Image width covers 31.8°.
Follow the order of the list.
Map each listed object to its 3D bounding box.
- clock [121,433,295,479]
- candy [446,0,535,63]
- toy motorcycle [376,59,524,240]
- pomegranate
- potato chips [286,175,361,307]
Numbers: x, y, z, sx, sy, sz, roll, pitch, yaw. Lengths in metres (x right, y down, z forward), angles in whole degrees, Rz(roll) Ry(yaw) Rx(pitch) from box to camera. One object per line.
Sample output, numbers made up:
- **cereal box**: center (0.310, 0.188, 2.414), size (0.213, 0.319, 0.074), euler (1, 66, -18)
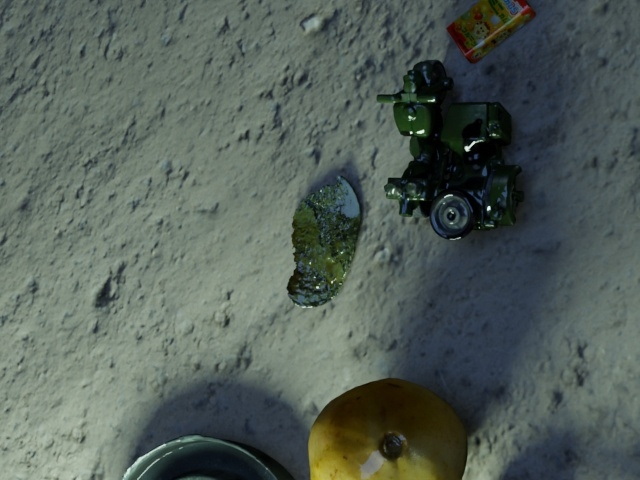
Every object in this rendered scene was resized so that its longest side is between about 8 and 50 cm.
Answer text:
- **clock**: center (-0.175, 0.497, 1.747), size (0.386, 0.076, 0.386), euler (-4, 80, 26)
- **candy**: center (0.255, -0.328, 1.687), size (0.122, 0.038, 0.062), euler (-37, 67, 17)
- **toy motorcycle**: center (0.195, -0.135, 1.637), size (0.205, 0.127, 0.275), euler (3, 86, 30)
- **pomegranate**: center (0.089, 0.301, 1.565), size (0.233, 0.233, 0.233), euler (-5, 79, 26)
- **potato chips**: center (0.000, 0.000, 1.771), size (0.142, 0.026, 0.209), euler (36, 98, 29)
